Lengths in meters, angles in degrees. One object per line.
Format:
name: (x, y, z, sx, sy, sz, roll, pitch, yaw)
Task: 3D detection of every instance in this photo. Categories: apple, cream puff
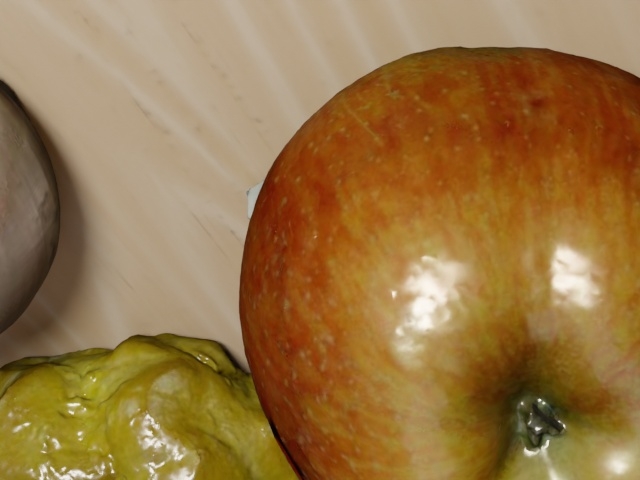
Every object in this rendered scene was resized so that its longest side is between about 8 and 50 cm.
apple: (0.104, 0.061, 0.686, 0.277, 0.250, 0.309, -39, 122, 24)
cream puff: (-0.117, 0.197, 0.878, 0.282, 0.185, 0.282, 0, 130, 0)

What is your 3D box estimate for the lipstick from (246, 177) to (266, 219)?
lipstick: (0.000, 0.000, 0.795, 0.025, 0.025, 0.107, -29, 132, 28)

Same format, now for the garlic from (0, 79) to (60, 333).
garlic: (-0.280, -0.020, 0.729, 0.237, 0.210, 0.292, 36, 138, 15)
